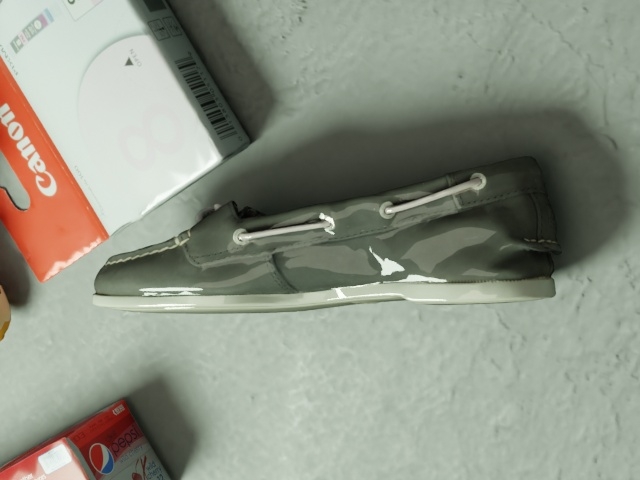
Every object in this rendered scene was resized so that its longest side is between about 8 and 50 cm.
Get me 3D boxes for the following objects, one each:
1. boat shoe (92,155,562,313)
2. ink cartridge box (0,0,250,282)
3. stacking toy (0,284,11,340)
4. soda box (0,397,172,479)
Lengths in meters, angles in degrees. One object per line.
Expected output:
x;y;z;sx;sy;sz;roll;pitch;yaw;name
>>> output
0.000;0.000;1.157;0.335;0.112;0.096;-3;86;20;boat shoe
-0.189;-0.089;1.242;0.232;0.066;0.189;-32;90;25;ink cartridge box
-0.337;-0.041;1.285;0.165;0.175;0.302;-32;101;32;stacking toy
-0.247;0.223;1.336;0.263;0.092;0.083;-30;92;28;soda box
